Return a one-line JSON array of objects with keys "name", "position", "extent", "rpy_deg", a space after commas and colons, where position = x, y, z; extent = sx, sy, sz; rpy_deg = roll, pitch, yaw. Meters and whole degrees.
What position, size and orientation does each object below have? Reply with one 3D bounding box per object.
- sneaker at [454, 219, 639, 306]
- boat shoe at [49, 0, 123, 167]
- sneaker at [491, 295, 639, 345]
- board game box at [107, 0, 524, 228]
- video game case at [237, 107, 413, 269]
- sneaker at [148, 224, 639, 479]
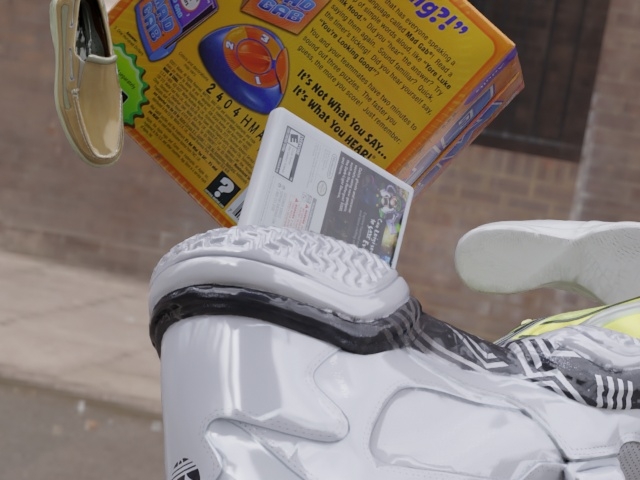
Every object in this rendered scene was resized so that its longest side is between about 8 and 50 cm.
[{"name": "sneaker", "position": [0.219, 0.013, 1.181], "extent": [0.212, 0.080, 0.094], "rpy_deg": [9, 12, 9]}, {"name": "boat shoe", "position": [-0.232, -0.170, 1.456], "extent": [0.068, 0.190, 0.072], "rpy_deg": [-12, -4, -34]}, {"name": "sneaker", "position": [0.133, 0.143, 1.055], "extent": [0.384, 0.145, 0.147], "rpy_deg": [-20, 24, 35]}, {"name": "board game box", "position": [-0.013, -0.192, 1.695], "extent": [0.356, 0.356, 0.356], "rpy_deg": [44, 6, 8]}, {"name": "video game case", "position": [0.000, 0.000, 1.318], "extent": [0.173, 0.190, 0.022], "rpy_deg": [29, -27, -32]}, {"name": "sneaker", "position": [0.069, 0.142, 0.746], "extent": [0.366, 0.210, 0.137], "rpy_deg": [21, -32, -25]}]
